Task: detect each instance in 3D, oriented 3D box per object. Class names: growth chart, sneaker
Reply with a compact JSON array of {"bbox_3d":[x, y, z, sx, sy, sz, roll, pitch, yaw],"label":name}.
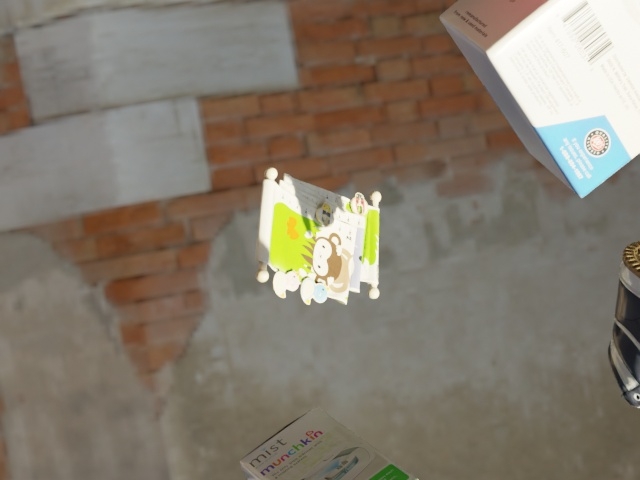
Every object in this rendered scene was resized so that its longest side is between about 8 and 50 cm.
[{"bbox_3d":[0.000,0.000,1.951,0.021,0.172,0.237,-15,161,40],"label":"growth chart"},{"bbox_3d":[0.399,0.133,1.556,0.099,0.153,0.282,-14,-141,-30],"label":"sneaker"}]

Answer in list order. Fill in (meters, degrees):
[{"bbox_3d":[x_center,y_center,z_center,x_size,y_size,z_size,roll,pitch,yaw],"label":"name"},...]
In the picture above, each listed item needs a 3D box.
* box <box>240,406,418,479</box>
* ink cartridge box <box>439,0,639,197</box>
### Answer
[{"bbox_3d":[0.048,0.361,1.781,0.126,0.262,0.231,-34,-152,-17],"label":"box"},{"bbox_3d":[0.210,-0.155,1.064,0.203,0.148,0.086,-38,-147,0],"label":"ink cartridge box"}]
